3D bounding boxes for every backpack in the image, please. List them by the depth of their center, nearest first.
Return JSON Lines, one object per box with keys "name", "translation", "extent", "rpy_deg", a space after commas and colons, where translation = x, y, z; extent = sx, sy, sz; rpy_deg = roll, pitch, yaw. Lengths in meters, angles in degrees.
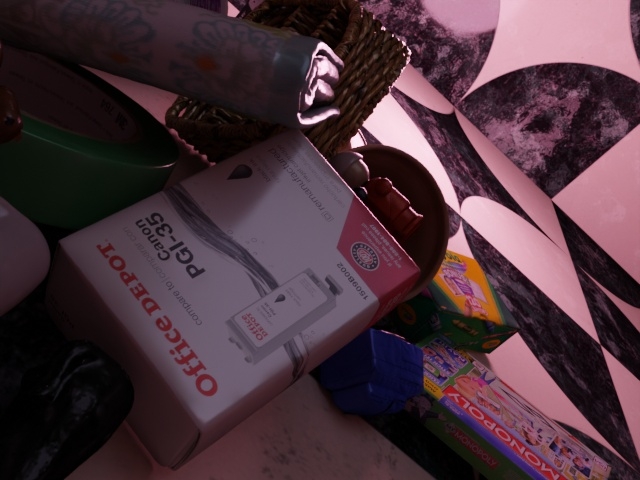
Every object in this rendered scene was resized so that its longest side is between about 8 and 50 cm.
{"name": "backpack", "translation": [0.068, 0.167, 0.994], "extent": [0.120, 0.098, 0.101], "rpy_deg": [21, 62, -44]}

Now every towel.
{"name": "towel", "translation": [-0.142, -0.196, 0.858], "extent": [0.321, 0.090, 0.374], "rpy_deg": [14, 9, 4]}

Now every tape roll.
{"name": "tape roll", "translation": [-0.296, -0.125, 0.773], "extent": [0.321, 0.077, 0.321], "rpy_deg": [29, 16, -9]}

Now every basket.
{"name": "basket", "translation": [-0.043, -0.227, 1.148], "extent": [0.223, 0.213, 0.299], "rpy_deg": [42, 67, -12]}

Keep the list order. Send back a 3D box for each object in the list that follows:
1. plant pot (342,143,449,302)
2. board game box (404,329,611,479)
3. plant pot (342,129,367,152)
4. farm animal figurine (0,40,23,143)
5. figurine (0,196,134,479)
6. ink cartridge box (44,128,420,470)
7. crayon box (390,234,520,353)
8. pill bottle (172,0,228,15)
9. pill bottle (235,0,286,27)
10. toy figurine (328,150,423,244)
{"name": "plant pot", "translation": [0.066, -0.019, 1.213], "extent": [0.237, 0.237, 0.110], "rpy_deg": [38, -17, -17]}
{"name": "board game box", "translation": [0.244, 0.258, 1.111], "extent": [0.317, 0.046, 0.213], "rpy_deg": [38, 19, 17]}
{"name": "plant pot", "translation": [0.069, -0.103, 1.373], "extent": [0.236, 0.032, 0.236], "rpy_deg": [-16, 90, -75]}
{"name": "farm animal figurine", "translation": [-0.346, -0.042, 0.495], "extent": [0.327, 0.172, 0.330], "rpy_deg": [23, 58, 24]}
{"name": "figurine", "translation": [-0.230, 0.106, 0.524], "extent": [0.209, 0.092, 0.214], "rpy_deg": [-73, 144, -58]}
{"name": "ink cartridge box", "translation": [-0.078, 0.045, 0.758], "extent": [0.283, 0.117, 0.207], "rpy_deg": [-32, 77, -36]}
{"name": "crayon box", "translation": [0.208, 0.094, 1.362], "extent": [0.278, 0.081, 0.165], "rpy_deg": [16, 37, -49]}
{"name": "pill bottle", "translation": [-0.273, -0.351, 1.170], "extent": [0.169, 0.169, 0.301], "rpy_deg": [49, 24, 7]}
{"name": "pill bottle", "translation": [-0.090, -0.341, 1.360], "extent": [0.130, 0.246, 0.130], "rpy_deg": [37, 25, -20]}
{"name": "toy figurine", "translation": [0.000, 0.000, 1.001], "extent": [0.148, 0.209, 0.213], "rpy_deg": [43, 26, 11]}
